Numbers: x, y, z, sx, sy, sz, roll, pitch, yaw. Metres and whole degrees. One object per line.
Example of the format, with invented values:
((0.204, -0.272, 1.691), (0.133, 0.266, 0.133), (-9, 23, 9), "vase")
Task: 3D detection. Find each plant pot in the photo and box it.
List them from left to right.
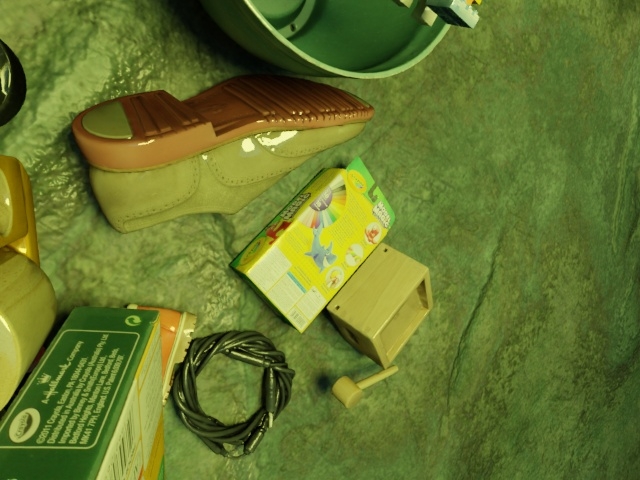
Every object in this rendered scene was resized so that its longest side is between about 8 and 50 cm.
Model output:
((-0.022, -0.304, 0.436), (0.293, 0.196, 0.292), (-8, 105, -33), "plant pot")

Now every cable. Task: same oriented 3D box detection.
((-0.107, 0.194, 0.578), (0.151, 0.047, 0.184), (-39, 118, -22), "cable")

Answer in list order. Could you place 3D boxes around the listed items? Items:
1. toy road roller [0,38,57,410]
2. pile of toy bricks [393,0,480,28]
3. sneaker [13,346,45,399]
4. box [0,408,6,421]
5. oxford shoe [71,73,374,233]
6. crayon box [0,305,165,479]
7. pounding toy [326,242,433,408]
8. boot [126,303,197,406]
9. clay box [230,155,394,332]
((-0.339, -0.029, 0.288), (0.241, 0.202, 0.329), (-7, 101, -20), "toy road roller")
((0.062, -0.247, 0.304), (0.212, 0.118, 0.105), (17, 110, -37), "pile of toy bricks")
((-0.286, 0.143, 0.453), (0.119, 0.047, 0.057), (36, 96, -31), "sneaker")
((-0.361, 0.181, 0.282), (0.094, 0.113, 0.275), (-63, 159, 6), "box")
((-0.086, -0.107, 0.509), (0.349, 0.123, 0.130), (-19, 136, -31), "oxford shoe")
((-0.201, 0.248, 0.391), (0.083, 0.203, 0.322), (4, 118, -8), "crayon box")
((0.070, 0.138, 0.658), (0.206, 0.094, 0.181), (-48, 146, -16), "pounding toy")
((-0.207, 0.147, 0.503), (0.085, 0.059, 0.157), (18, 94, -18), "boot")
((0.000, 0.000, 0.605), (0.222, 0.053, 0.127), (-48, 122, -18), "clay box")
